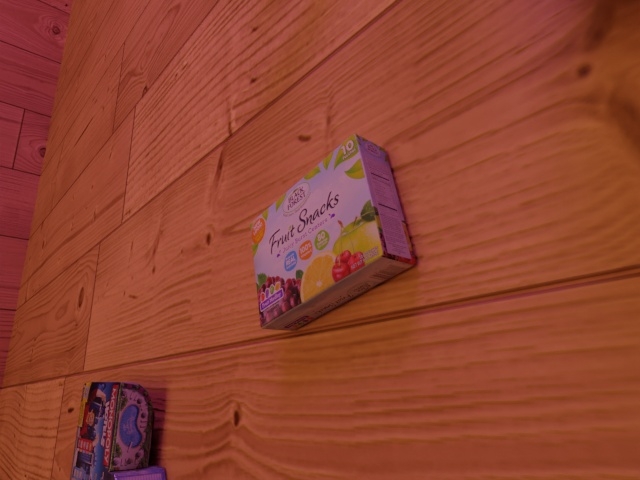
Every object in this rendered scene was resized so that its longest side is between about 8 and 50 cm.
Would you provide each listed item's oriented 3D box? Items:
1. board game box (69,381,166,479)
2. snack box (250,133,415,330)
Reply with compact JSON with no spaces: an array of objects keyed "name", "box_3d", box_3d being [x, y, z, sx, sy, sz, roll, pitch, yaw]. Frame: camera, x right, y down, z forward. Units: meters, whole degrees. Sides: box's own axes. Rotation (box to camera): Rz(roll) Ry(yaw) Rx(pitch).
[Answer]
[{"name":"board game box","box_3d":[-0.237,0.268,0.558,0.194,0.060,0.194,-17,66,46]},{"name":"snack box","box_3d":[0.000,0.000,0.366,0.141,0.037,0.100,-35,52,39]}]
